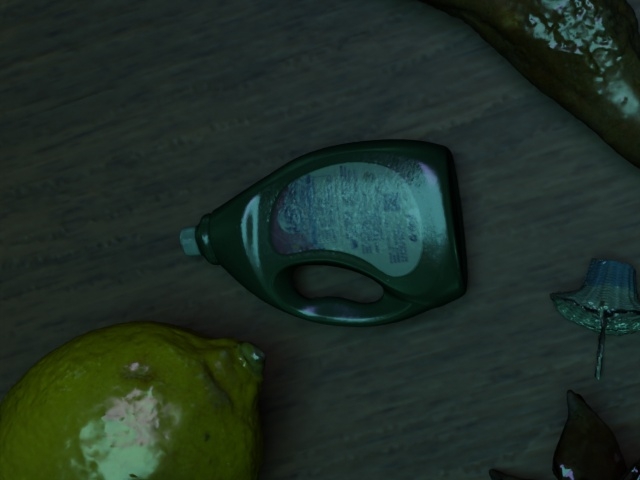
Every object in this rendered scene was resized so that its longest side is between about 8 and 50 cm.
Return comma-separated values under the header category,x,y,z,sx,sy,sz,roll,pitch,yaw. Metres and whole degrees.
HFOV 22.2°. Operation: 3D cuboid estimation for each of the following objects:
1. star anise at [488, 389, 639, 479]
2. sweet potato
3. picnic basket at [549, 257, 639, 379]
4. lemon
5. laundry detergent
category,x,y,z,sx,sy,sz,roll,pitch,yaw
star anise,0.202,0.238,1.108,0.088,0.288,0.288,5,93,-29
sweet potato,0.146,-0.170,1.167,0.341,0.092,0.114,34,122,10
picnic basket,0.204,0.054,1.170,0.083,0.065,0.083,12,77,7
lemon,-0.142,0.156,1.183,0.257,0.188,0.188,-38,83,16
laundry detergent,0.000,0.000,1.213,0.211,0.063,0.137,-8,96,12
